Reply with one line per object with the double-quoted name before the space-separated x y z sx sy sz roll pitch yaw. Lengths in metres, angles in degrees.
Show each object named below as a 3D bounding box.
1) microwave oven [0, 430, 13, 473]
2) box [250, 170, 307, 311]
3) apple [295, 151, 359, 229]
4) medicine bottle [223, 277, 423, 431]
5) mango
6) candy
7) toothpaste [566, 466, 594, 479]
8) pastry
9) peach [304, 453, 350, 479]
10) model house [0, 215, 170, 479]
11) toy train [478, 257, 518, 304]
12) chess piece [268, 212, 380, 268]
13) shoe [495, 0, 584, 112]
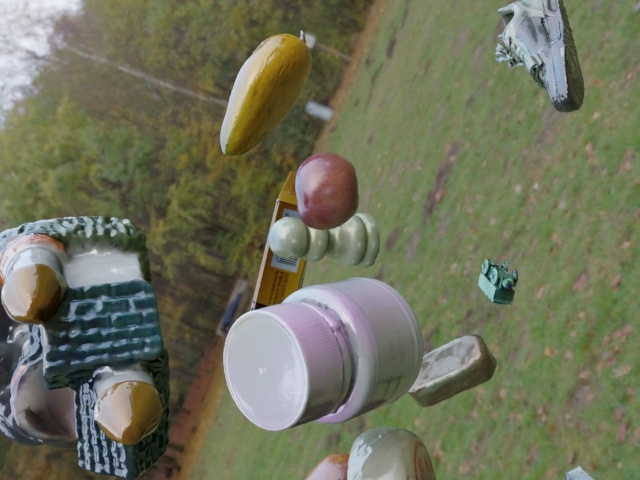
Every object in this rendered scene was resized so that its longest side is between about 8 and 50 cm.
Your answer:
"microwave oven" -0.673 0.227 1.265 0.374 0.236 0.432 -90 1 -56
"box" -0.090 0.052 2.096 0.264 0.116 0.415 -78 2 -68
"apple" 0.016 -0.098 1.539 0.153 0.120 0.153 -2 -90 -81
"medicine bottle" 0.008 0.196 1.366 0.302 0.241 0.241 -7 -50 -49
"mango" -0.118 -0.315 1.684 0.317 0.119 0.176 -60 -14 -1
"candy" 0.325 0.332 1.998 0.234 0.104 0.102 -27 40 13
"toothpaste" 0.529 0.492 1.499 0.164 0.034 0.046 -141 35 -67
"pastry" 0.140 0.469 1.456 0.265 0.133 0.264 -12 -90 -74
"peach" 0.059 0.582 1.732 0.231 0.231 0.231 -157 90 -85
"model house" -0.252 0.133 0.816 0.301 0.190 0.271 -146 55 -66
"toy train" 0.451 0.106 2.011 0.172 0.070 0.099 -104 24 -76
"chess piece" 0.000 0.000 1.769 0.133 0.243 0.133 -1 88 61
"shoe" 0.406 -0.349 1.501 0.149 0.109 0.293 -14 57 28
